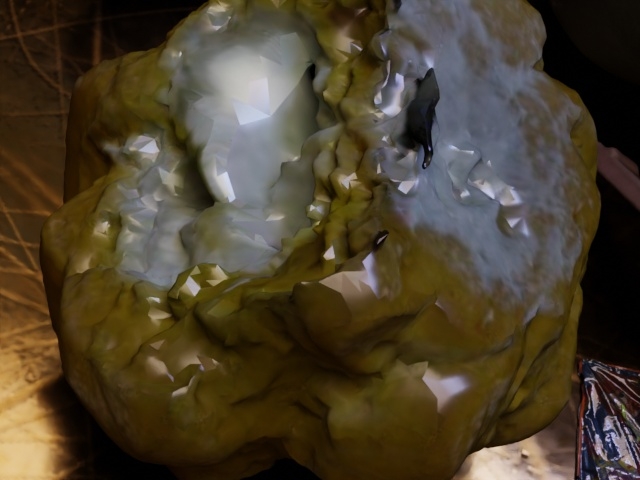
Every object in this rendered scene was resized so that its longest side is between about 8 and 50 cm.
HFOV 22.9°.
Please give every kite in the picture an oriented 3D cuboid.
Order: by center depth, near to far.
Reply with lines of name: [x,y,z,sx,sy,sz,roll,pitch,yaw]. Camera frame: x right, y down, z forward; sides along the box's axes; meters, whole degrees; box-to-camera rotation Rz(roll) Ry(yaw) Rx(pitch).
kite: [0.224,0.138,0.943,0.232,0.009,0.189,-32,74,-24]

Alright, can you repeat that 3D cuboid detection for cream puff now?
cream puff: [0.005,-0.004,0.868,0.274,0.270,0.323,29,56,-36]

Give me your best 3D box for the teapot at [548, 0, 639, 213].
teapot: [0.276,-0.137,0.909,0.253,0.300,0.344,31,15,-29]
